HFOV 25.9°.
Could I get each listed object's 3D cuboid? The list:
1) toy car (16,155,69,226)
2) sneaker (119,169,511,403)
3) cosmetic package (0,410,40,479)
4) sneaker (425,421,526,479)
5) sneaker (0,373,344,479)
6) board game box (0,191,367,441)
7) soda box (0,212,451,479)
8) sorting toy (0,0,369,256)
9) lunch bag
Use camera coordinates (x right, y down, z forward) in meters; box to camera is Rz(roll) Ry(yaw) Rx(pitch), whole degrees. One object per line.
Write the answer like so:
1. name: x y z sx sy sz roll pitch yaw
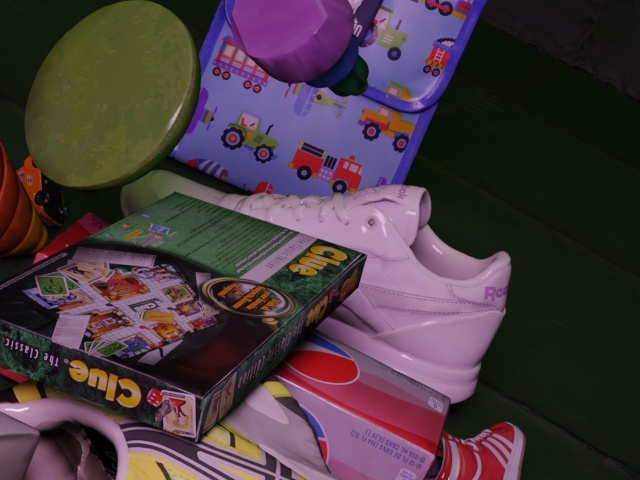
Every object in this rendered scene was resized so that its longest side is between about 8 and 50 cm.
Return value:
1. toy car: -0.205 -0.035 1.086 0.040 0.060 0.122 -15 -7 14
2. sneaker: 0.000 0.000 1.047 0.305 0.152 0.114 25 23 3
3. cosmetic package: -0.254 0.072 0.616 0.231 0.085 0.117 26 -3 7
4. sneaker: 0.102 0.148 0.960 0.067 0.042 0.118 28 23 -2
5. sneaker: -0.026 0.175 0.650 0.147 0.145 0.384 -6 26 -42
6. board game box: -0.075 0.030 0.766 0.136 0.030 0.259 17 19 15
7. soda box: -0.058 0.088 0.851 0.263 0.092 0.083 26 22 2
8. sorting toy: -0.125 -0.062 0.905 0.126 0.365 0.127 37 38 -53
9. lunch bag: 0.012 -0.181 1.291 0.221 0.293 0.138 23 20 -6
